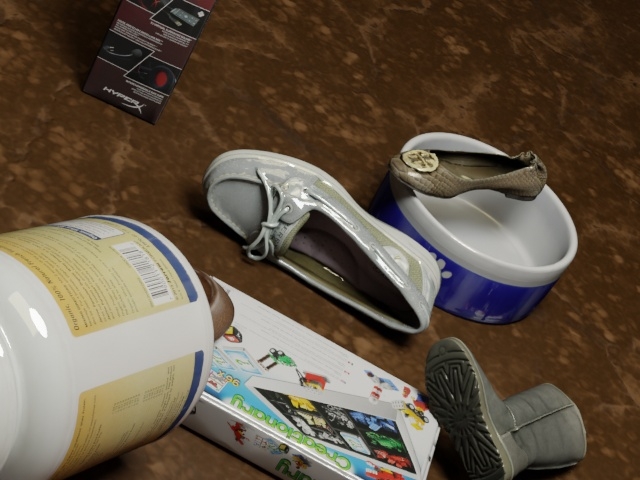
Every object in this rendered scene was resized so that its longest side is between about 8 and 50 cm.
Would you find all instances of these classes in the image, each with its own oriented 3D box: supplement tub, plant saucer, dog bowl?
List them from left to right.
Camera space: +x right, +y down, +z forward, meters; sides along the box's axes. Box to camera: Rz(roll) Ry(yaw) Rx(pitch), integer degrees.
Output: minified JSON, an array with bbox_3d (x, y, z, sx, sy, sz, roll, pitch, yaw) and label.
[{"bbox_3d":[-0.264,0.104,1.356,0.228,0.228,0.316,43,24,17],"label":"supplement tub"},{"bbox_3d":[-0.175,0.067,1.629,0.169,0.029,0.168,1,30,-1],"label":"plant saucer"},{"bbox_3d":[0.198,-0.018,2.015,0.265,0.104,0.265,20,35,-15],"label":"dog bowl"}]

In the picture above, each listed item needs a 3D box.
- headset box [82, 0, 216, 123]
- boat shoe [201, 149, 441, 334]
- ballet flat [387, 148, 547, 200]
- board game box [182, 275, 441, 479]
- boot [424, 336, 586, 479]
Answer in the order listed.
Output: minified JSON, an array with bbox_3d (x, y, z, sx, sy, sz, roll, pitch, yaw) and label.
[{"bbox_3d":[-0.182,-0.331,1.954,0.110,0.293,0.218,25,34,-9],"label":"headset box"},{"bbox_3d":[0.000,0.002,1.832,0.320,0.118,0.103,33,29,-9],"label":"boat shoe"},{"bbox_3d":[0.195,-0.092,1.960,0.250,0.058,0.084,4,42,-34],"label":"ballet flat"},{"bbox_3d":[-0.022,0.174,1.648,0.305,0.053,0.193,29,33,-2],"label":"board game box"},{"bbox_3d":[0.217,0.186,1.745,0.208,0.076,0.189,-13,83,-50],"label":"boot"}]
